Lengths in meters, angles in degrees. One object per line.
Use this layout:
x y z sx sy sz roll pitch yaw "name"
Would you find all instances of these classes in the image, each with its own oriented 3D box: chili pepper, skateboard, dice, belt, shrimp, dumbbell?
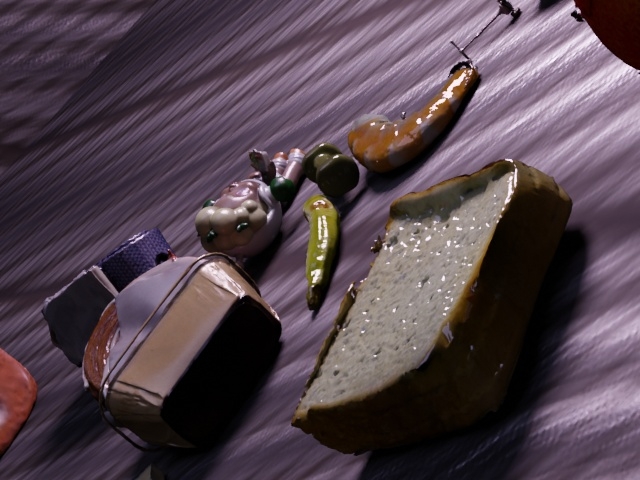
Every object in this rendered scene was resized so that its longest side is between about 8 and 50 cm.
0.000 -0.001 1.857 0.049 0.043 0.208 -30 25 17 "chili pepper"
0.186 -0.245 1.924 0.083 0.032 0.064 -45 9 10 "skateboard"
-0.522 0.225 2.407 0.175 0.179 0.174 -55 19 -21 "dice"
-0.253 0.083 2.152 0.230 0.126 0.139 -32 2 44 "belt"
0.102 -0.146 1.896 0.166 0.049 0.161 -49 21 0 "shrimp"
0.012 -0.082 1.960 0.052 0.046 0.118 -34 15 -1 "dumbbell"

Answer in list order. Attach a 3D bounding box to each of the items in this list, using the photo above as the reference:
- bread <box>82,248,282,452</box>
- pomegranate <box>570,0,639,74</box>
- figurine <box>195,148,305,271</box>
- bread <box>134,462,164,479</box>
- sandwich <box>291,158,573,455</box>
-0.154 0.122 1.845 0.212 0.142 0.224 15 65 54 "bread"
0.310 -0.229 1.346 0.235 0.210 0.210 3 50 33 "pomegranate"
-0.082 -0.051 2.060 0.147 0.093 0.197 -17 35 39 "figurine"
-0.190 0.291 1.753 0.068 0.028 0.153 -46 18 11 "bread"
0.102 0.056 1.444 0.226 0.087 0.251 -28 31 51 "sandwich"
